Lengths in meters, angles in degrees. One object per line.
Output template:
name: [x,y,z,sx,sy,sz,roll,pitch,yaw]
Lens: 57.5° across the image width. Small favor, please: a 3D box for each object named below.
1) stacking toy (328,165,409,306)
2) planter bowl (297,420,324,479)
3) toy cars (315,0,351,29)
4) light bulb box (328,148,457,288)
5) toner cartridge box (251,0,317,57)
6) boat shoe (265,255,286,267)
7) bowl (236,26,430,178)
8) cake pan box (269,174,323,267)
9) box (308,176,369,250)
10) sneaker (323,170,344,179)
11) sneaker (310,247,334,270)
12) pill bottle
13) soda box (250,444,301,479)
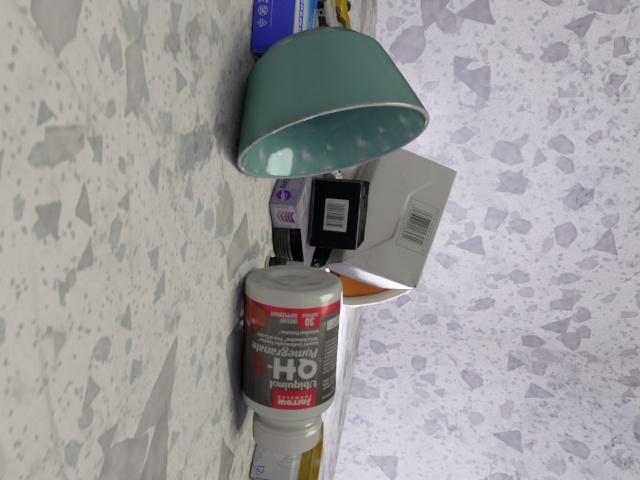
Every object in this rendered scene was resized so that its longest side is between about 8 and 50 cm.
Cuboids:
stacking toy: [0.139,-0.043,2.018,0.350,0.351,0.479,-58,134,-71]
planter bowl: [-0.052,0.604,1.617,0.217,0.091,0.217,5,90,-81]
toy cars: [0.011,-0.511,1.350,0.394,0.087,0.176,-9,99,-78]
light bulb box: [0.182,-0.055,1.721,0.361,0.226,0.357,160,-48,-80]
toner cartridge box: [-0.049,-0.480,0.994,0.165,0.075,0.347,-28,123,-78]
boat shoe: [-0.093,0.097,1.202,0.049,0.042,0.132,-62,158,-73]
bowl: [0.004,-0.224,0.933,0.311,0.312,0.163,36,41,-80]
cake pan box: [-0.044,-0.075,1.315,0.245,0.070,0.266,83,15,-47]
box: [0.047,-0.065,1.339,0.207,0.108,0.153,-30,125,-80]
sneaker: [0.017,-0.138,1.584,0.106,0.078,0.234,-58,149,-8]
sneaker: [0.000,0.000,1.587,0.097,0.084,0.234,82,16,-51]
pill bottle: [-0.056,0.218,1.072,0.176,0.177,0.318,-53,147,-73]
soda box: [-0.079,0.403,1.319,0.098,0.091,0.286,82,16,-56]
